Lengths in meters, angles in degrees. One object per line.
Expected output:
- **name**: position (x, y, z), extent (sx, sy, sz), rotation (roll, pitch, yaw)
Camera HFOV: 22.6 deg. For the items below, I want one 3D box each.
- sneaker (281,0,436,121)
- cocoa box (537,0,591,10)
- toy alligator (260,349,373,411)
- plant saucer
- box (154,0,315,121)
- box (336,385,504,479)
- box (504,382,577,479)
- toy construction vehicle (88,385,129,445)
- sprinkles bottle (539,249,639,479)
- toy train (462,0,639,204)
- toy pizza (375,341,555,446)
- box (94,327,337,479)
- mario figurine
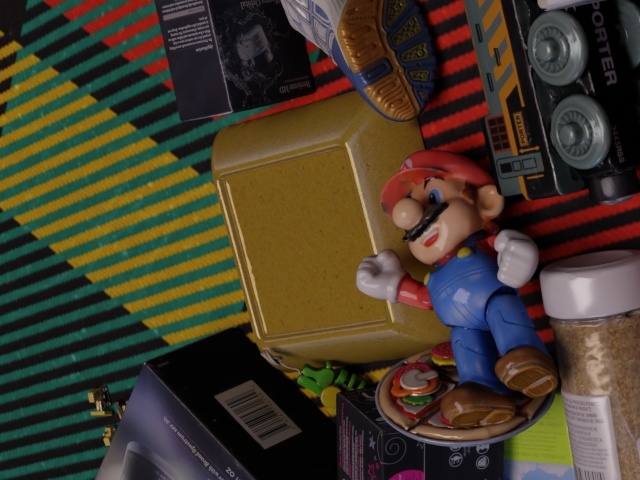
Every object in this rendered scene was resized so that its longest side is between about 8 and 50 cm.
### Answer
- **sneaker**: position (0.029, -0.261, 1.856), extent (0.296, 0.112, 0.131), rotation (61, 155, 6)
- **cocoa box**: position (0.367, -0.362, 1.421), extent (0.347, 0.231, 0.228), rotation (-10, 95, 42)
- **toy alligator**: position (0.015, 0.177, 1.991), extent (0.189, 0.056, 0.051), rotation (37, 94, -4)
- **plant saucer**: position (0.000, 0.000, 1.958), extent (0.332, 0.081, 0.333), rotation (-12, 95, 42)
- **box**: position (-0.102, -0.235, 1.924), extent (0.093, 0.156, 0.158), rotation (-6, 99, 41)
- **box**: position (0.116, 0.298, 1.867), extent (0.142, 0.163, 0.247), rotation (-145, 51, -63)
- **box**: position (0.256, 0.252, 1.832), extent (0.109, 0.042, 0.178), rotation (-1, 102, 42)
- **toy construction vehicle**: position (-0.303, 0.263, 2.333), extent (0.086, 0.035, 0.098), rotation (-5, 99, 42)
- **sprinkles bottle**: position (0.320, 0.192, 1.705), extent (0.121, 0.121, 0.355), rotation (-3, 101, 42)
- **toy train**: position (0.238, -0.194, 1.658), extent (0.190, 0.142, 0.334), rotation (-10, 96, 52)
- **toy pizza**: position (0.160, 0.161, 1.781), extent (0.201, 0.201, 0.032), rotation (17, 126, 37)
- **box**: position (-0.126, 0.333, 2.101), extent (0.296, 0.182, 0.294), rotation (43, 128, 24)
- **mario figurine**: position (0.133, 0.034, 1.719), extent (0.198, 0.170, 0.321), rotation (-19, 56, 4)
